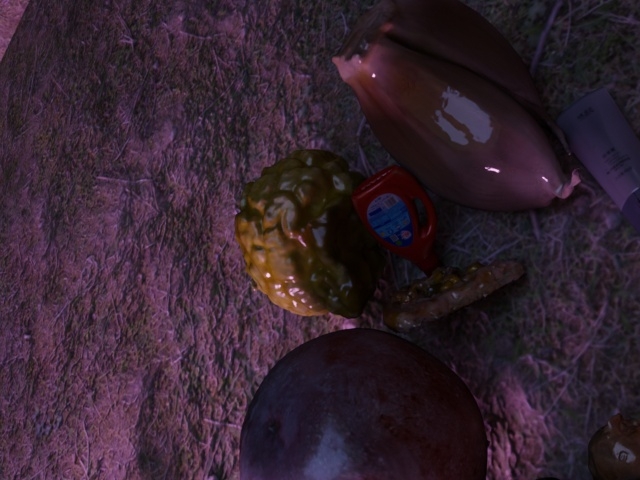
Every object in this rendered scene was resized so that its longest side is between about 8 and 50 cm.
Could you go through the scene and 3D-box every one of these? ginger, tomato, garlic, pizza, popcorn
[{"bbox_3d":[0.356,0.282,0.849,0.104,0.080,0.204,103,147,-44],"label":"ginger"},{"bbox_3d":[0.051,0.268,1.008,0.316,0.282,0.317,-31,48,41],"label":"tomato"},{"bbox_3d":[0.209,-0.178,1.048,0.340,0.246,0.231,33,73,20],"label":"garlic"},{"bbox_3d":[0.171,0.063,1.065,0.195,0.185,0.052,-21,96,8],"label":"pizza"},{"bbox_3d":[0.000,0.000,1.196,0.251,0.206,0.237,41,92,31],"label":"popcorn"}]

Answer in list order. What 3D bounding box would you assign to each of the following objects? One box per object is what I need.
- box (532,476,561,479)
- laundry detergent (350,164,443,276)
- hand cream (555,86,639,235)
[{"bbox_3d":[0.235,0.376,0.889,0.129,0.148,0.210,35,104,36],"label":"box"},{"bbox_3d":[0.120,-0.021,1.123,0.097,0.165,0.049,-31,20,22],"label":"laundry detergent"},{"bbox_3d":[0.366,-0.079,0.975,0.079,0.048,0.255,-38,51,22],"label":"hand cream"}]
